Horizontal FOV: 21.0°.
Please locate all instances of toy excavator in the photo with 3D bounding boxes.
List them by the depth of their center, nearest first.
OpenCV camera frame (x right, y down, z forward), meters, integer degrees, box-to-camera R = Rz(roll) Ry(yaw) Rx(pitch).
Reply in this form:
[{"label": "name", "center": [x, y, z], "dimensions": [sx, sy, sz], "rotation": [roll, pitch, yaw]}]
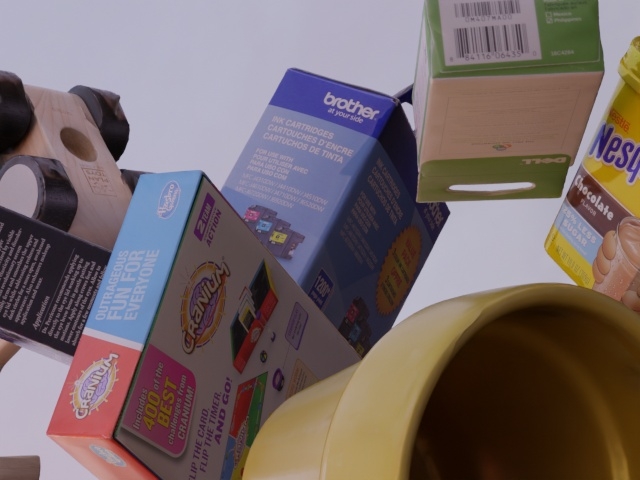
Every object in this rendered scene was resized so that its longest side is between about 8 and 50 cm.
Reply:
[{"label": "toy excavator", "center": [-0.388, 0.068, 2.187], "dimensions": [0.222, 0.433, 0.445], "rotation": [5, -43, -49]}]

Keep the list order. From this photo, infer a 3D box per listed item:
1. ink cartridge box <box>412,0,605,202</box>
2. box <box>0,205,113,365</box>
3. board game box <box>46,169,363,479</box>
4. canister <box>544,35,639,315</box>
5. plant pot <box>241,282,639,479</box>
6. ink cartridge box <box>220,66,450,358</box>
[{"label": "ink cartridge box", "center": [0.119, -0.092, 1.152], "dimensions": [0.109, 0.062, 0.209], "rotation": [-3, -20, -1]}, {"label": "box", "center": [-0.269, 0.048, 1.654], "dimensions": [0.153, 0.207, 0.108], "rotation": [126, 166, -79]}, {"label": "board game box", "center": [-0.080, 0.129, 1.431], "dimensions": [0.316, 0.064, 0.242], "rotation": [52, -134, -45]}, {"label": "canister", "center": [0.232, -0.036, 1.187], "dimensions": [0.073, 0.126, 0.170], "rotation": [-4, -53, -37]}, {"label": "plant pot", "center": [0.079, 0.164, 1.084], "dimensions": [0.254, 0.254, 0.239], "rotation": [-36, 12, -33]}, {"label": "ink cartridge box", "center": [0.000, 0.000, 1.893], "dimensions": [0.396, 0.151, 0.270], "rotation": [-64, -26, -17]}]
